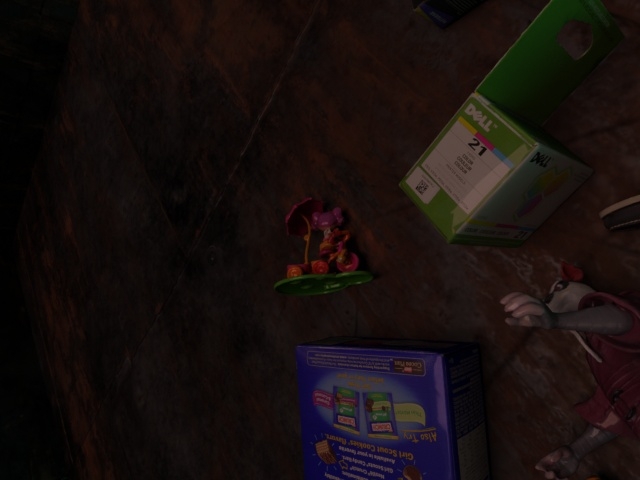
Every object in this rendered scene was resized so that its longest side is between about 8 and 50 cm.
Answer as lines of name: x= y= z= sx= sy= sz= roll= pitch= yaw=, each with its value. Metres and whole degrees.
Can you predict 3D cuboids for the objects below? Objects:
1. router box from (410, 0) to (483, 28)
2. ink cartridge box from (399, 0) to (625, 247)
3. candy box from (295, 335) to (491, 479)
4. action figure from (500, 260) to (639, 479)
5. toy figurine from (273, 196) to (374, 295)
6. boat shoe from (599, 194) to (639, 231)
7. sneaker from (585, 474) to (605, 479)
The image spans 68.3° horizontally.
router box: x=0.207 y=-0.491 z=0.625 sx=0.242 sy=0.081 sz=0.309 roll=-21 pitch=75 yaw=42
ink cartridge box: x=0.237 y=-0.115 z=0.513 sx=0.255 sy=0.188 sz=0.097 roll=-53 pitch=55 yaw=29
candy box: x=0.100 y=0.309 z=0.686 sx=0.268 sy=0.122 sz=0.317 roll=-8 pitch=83 yaw=43
action figure: x=0.330 y=0.141 z=0.421 sx=0.275 sy=0.248 sz=0.370 roll=-20 pitch=43 yaw=7
toy figurine: x=0.000 y=0.000 z=0.812 sx=0.173 sy=0.130 sz=0.159 roll=-12 pitch=70 yaw=22
boat shoe: x=0.385 y=-0.022 z=0.449 sx=0.206 sy=0.075 sz=0.065 roll=-10 pitch=79 yaw=39
sneaker: x=0.277 y=0.354 z=0.550 sx=0.215 sy=0.084 sz=0.083 roll=-49 pitch=48 yaw=26
